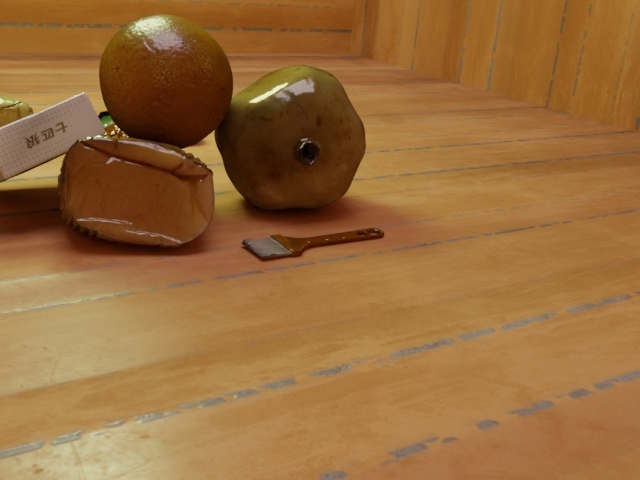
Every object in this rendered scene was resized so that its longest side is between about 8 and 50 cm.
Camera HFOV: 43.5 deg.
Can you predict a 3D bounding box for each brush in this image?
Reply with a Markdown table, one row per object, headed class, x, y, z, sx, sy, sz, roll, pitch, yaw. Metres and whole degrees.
| class | x | y | z | sx | sy | sz | roll | pitch | yaw |
| --- | --- | --- | --- | --- | --- | --- | --- | --- | --- |
| brush | 0.000 | 0.000 | 1.582 | 0.314 | 0.017 | 0.090 | -8 | 27 | -33 |

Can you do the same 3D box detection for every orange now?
| class | x | y | z | sx | sy | sz | roll | pitch | yaw |
| --- | --- | --- | --- | --- | --- | --- | --- | --- | --- |
| orange | -0.304 | -0.313 | 1.601 | 0.274 | 0.274 | 0.274 | 5 | 20 | -2 |

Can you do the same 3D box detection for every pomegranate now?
| class | x | y | z | sx | sy | sz | roll | pitch | yaw |
| --- | --- | --- | --- | --- | --- | --- | --- | --- | --- |
| pomegranate | -0.065 | -0.222 | 1.745 | 0.332 | 0.333 | 0.332 | 5 | 20 | -2 |

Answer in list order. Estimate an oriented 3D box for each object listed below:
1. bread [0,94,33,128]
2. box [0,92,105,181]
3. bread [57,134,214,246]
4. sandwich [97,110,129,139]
| class | x | y | z | sx | sy | sz | roll | pitch | yaw |
| --- | --- | --- | --- | --- | --- | --- | --- | --- | --- |
| bread | -0.843 | -0.296 | 1.993 | 0.236 | 0.140 | 0.106 | -6 | 20 | -35 |
| box | -0.583 | -0.192 | 1.606 | 0.210 | 0.095 | 0.330 | -31 | 16 | -27 |
| bread | -0.345 | -0.088 | 1.509 | 0.288 | 0.204 | 0.156 | 2 | -3 | -16 |
| sandwich | -0.410 | -0.176 | 1.776 | 0.250 | 0.162 | 0.301 | -27 | 42 | 0 |
